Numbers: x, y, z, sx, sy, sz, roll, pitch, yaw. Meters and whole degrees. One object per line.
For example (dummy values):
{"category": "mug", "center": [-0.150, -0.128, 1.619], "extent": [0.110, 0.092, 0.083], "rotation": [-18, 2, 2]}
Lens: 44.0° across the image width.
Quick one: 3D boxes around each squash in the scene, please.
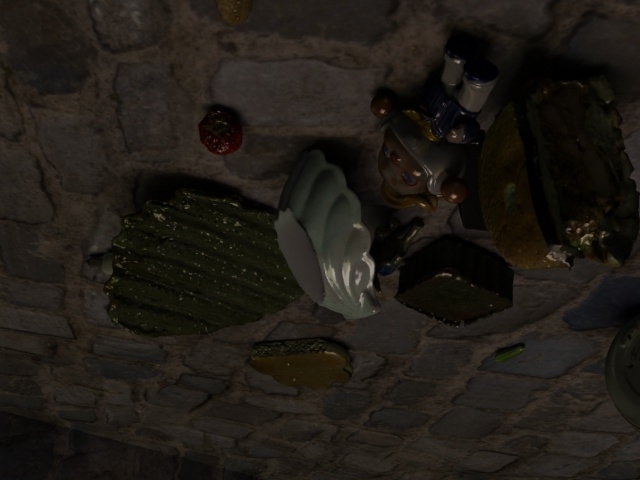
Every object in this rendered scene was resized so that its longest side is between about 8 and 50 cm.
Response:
{"category": "squash", "center": [0.436, 0.258, 1.817], "extent": [0.027, 0.027, 0.089], "rotation": [28, 142, -26]}

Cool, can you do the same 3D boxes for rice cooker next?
{"category": "rice cooker", "center": [0.713, 0.281, 1.527], "extent": [0.288, 0.289, 0.277], "rotation": [-13, 143, 35]}

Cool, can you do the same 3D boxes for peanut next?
{"category": "peanut", "center": [-0.110, -0.322, 1.005], "extent": [0.053, 0.054, 0.113], "rotation": [11, 147, 1]}

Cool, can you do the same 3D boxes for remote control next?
{"category": "remote control", "center": [0.247, -0.093, 1.294], "extent": [0.063, 0.025, 0.245], "rotation": [4, 149, 20]}

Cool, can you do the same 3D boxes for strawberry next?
{"category": "strawberry", "center": [-0.155, -0.166, 1.265], "extent": [0.073, 0.074, 0.083], "rotation": [4, 165, 11]}

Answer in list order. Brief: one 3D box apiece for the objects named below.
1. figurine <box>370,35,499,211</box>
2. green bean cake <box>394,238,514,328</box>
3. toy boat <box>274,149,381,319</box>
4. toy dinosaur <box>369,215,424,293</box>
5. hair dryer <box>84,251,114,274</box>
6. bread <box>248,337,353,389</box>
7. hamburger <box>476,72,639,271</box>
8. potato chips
{"category": "figurine", "center": [0.158, -0.165, 1.120], "extent": [0.194, 0.133, 0.274], "rotation": [37, 137, 37]}
{"category": "green bean cake", "center": [0.256, 0.081, 1.511], "extent": [0.173, 0.094, 0.181], "rotation": [24, 148, -19]}
{"category": "toy boat", "center": [0.000, 0.000, 1.295], "extent": [0.100, 0.290, 0.199], "rotation": [-24, 180, -27]}
{"category": "toy dinosaur", "center": [0.109, 0.055, 1.431], "extent": [0.075, 0.248, 0.188], "rotation": [24, 130, 5]}
{"category": "hair dryer", "center": [-0.389, 0.046, 1.682], "extent": [0.357, 0.108, 0.173], "rotation": [-2, 145, 33]}
{"category": "bread", "center": [-0.037, 0.321, 2.048], "extent": [0.286, 0.056, 0.207], "rotation": [-6, 143, 26]}
{"category": "hamburger", "center": [0.304, -0.082, 1.050], "extent": [0.167, 0.288, 0.192], "rotation": [-3, 165, -12]}
{"category": "potato chips", "center": [-0.205, 0.062, 1.539], "extent": [0.429, 0.070, 0.358], "rotation": [18, 122, -33]}
